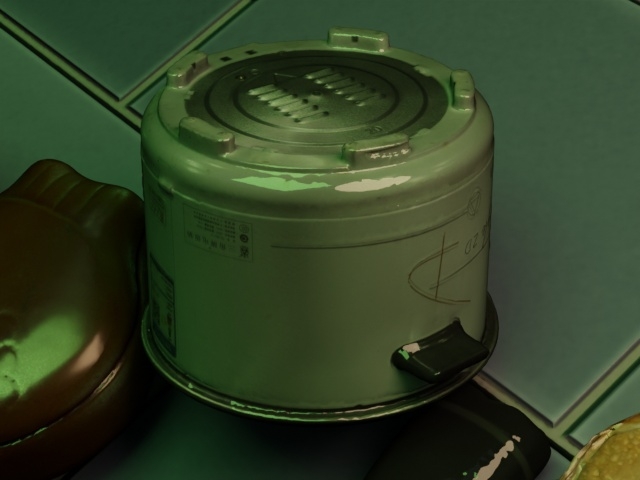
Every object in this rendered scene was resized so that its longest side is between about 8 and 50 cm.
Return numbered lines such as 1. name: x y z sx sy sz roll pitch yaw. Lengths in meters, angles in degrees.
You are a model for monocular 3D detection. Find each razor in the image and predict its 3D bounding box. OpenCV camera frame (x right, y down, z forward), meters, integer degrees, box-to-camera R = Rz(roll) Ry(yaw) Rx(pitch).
1. razor: 0.072 0.161 1.012 0.090 0.054 0.148 25 64 37

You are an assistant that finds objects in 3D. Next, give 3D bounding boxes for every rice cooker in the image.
1. rice cooker: 0.000 0.000 1.046 0.241 0.227 0.280 -22 35 -35

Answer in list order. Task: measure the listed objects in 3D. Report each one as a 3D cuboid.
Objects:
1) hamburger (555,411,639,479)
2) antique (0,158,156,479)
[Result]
1. hamburger: 0.202 0.218 0.822 0.260 0.211 0.245 -30 46 -11
2. antique: -0.224 0.077 1.130 0.223 0.129 0.278 16 60 29
